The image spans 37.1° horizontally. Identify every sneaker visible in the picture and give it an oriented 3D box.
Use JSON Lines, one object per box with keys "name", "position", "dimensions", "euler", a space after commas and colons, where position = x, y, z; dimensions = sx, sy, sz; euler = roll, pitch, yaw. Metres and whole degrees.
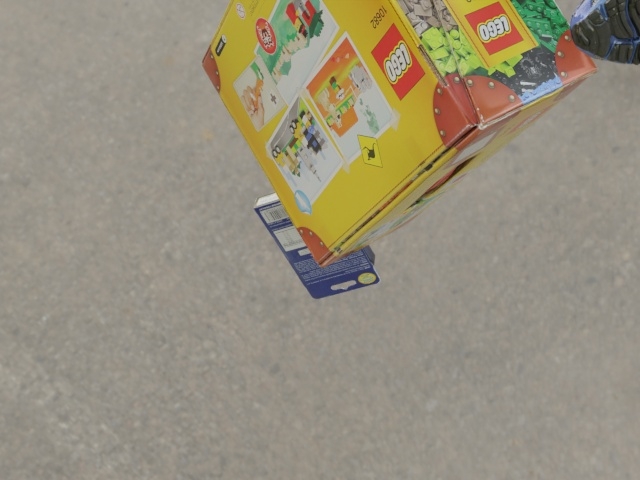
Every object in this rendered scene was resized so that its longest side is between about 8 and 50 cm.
{"name": "sneaker", "position": [0.269, -0.215, 0.819], "dimensions": [0.087, 0.083, 0.221], "euler": [16, 40, 38]}

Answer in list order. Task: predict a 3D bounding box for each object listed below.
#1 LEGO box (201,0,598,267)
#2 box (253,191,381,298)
{"name": "LEGO box", "position": [0.063, -0.228, 1.257], "dimensions": [0.193, 0.500, 0.372], "euler": [-27, 83, -27]}
{"name": "box", "position": [0.000, 0.000, 1.604], "dimensions": [0.136, 0.225, 0.036], "euler": [-16, 36, 21]}
